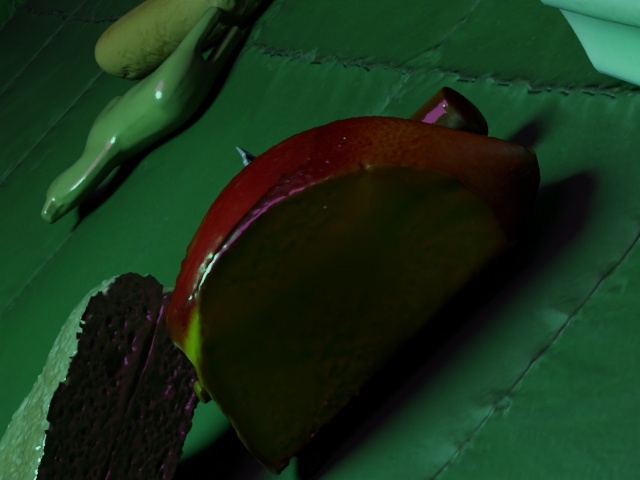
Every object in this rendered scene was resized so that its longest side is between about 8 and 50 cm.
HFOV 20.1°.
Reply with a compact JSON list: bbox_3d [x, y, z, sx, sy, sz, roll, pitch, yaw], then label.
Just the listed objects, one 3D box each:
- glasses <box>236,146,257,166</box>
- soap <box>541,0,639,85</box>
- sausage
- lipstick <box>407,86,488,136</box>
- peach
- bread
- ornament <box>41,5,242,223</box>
[{"bbox_3d":[-0.080,-0.011,1.529,0.104,0.062,0.140,-42,19,16],"label":"glasses"},{"bbox_3d":[0.246,-0.201,1.158,0.208,0.115,0.347,-46,20,-2],"label":"soap"},{"bbox_3d":[-0.170,-0.259,2.147,0.289,0.086,0.086,-23,30,50],"label":"sausage"},{"bbox_3d":[0.000,0.000,1.317,0.299,0.081,0.081,-42,20,17],"label":"lipstick"},{"bbox_3d":[0.010,0.000,1.192,0.267,0.154,0.159,-45,19,7],"label":"peach"},{"bbox_3d":[-0.179,0.187,1.247,0.183,0.102,0.337,-37,31,59],"label":"bread"},{"bbox_3d":[-0.211,-0.131,2.018,0.230,0.061,0.245,-30,22,41],"label":"ornament"}]
